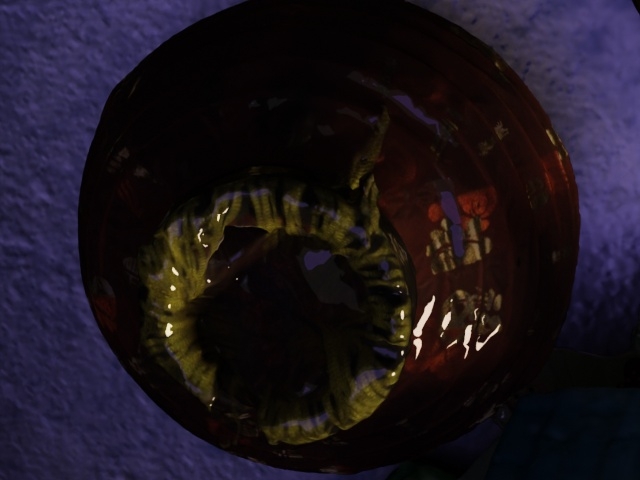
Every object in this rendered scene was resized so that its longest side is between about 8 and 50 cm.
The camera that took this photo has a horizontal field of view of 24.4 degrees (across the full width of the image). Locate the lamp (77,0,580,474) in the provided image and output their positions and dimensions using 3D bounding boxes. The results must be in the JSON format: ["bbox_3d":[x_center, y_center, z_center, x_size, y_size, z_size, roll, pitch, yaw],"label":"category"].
[{"bbox_3d":[0.000,0.000,0.695,0.246,0.247,0.247,3,108,11],"label":"lamp"}]

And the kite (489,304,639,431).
[{"bbox_3d":[0.175,0.064,0.790,0.229,0.012,0.250,4,107,10],"label":"kite"}]

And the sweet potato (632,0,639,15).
[{"bbox_3d":[0.183,-0.113,0.704,0.077,0.077,0.244,-13,119,16],"label":"sweet potato"}]

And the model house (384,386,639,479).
[{"bbox_3d":[0.149,0.181,0.663,0.267,0.194,0.325,29,144,2],"label":"model house"}]
